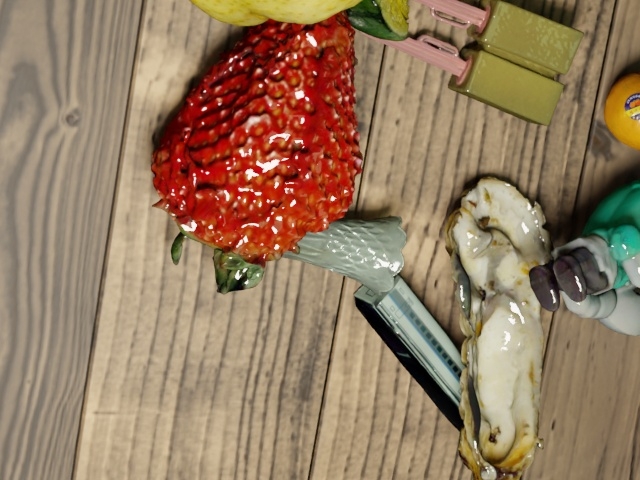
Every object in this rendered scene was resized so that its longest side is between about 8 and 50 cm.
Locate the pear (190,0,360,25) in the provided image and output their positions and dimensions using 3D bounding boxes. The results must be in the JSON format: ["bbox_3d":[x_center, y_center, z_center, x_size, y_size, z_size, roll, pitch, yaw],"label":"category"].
[{"bbox_3d":[-0.044,-0.312,1.584,0.271,0.271,0.271,-7,107,-23],"label":"pear"}]

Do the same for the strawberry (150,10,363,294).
[{"bbox_3d":[-0.053,-0.089,1.689,0.188,0.106,0.286,19,89,3],"label":"strawberry"}]

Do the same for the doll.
[{"bbox_3d":[0.312,0.025,1.891,0.258,0.195,0.153,-24,92,-17],"label":"doll"}]

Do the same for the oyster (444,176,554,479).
[{"bbox_3d":[0.165,0.105,1.849,0.128,0.078,0.345,13,73,-43],"label":"oyster"}]

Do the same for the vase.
[{"bbox_3d":[0.000,0.000,1.793,0.148,0.081,0.081,13,99,-24],"label":"vase"}]

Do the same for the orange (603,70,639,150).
[{"bbox_3d":[0.328,-0.131,1.902,0.083,0.083,0.084,-7,107,-23],"label":"orange"}]

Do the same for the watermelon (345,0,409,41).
[{"bbox_3d":[0.034,-0.273,1.747,0.092,0.075,0.181,-22,113,-58],"label":"watermelon"}]

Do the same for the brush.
[{"bbox_3d":[0.134,-0.196,1.815,0.233,0.047,0.103,19,95,-23],"label":"brush"}]

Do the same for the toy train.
[{"bbox_3d":[0.126,0.131,1.901,0.048,0.055,0.252,-47,119,-16],"label":"toy train"}]
